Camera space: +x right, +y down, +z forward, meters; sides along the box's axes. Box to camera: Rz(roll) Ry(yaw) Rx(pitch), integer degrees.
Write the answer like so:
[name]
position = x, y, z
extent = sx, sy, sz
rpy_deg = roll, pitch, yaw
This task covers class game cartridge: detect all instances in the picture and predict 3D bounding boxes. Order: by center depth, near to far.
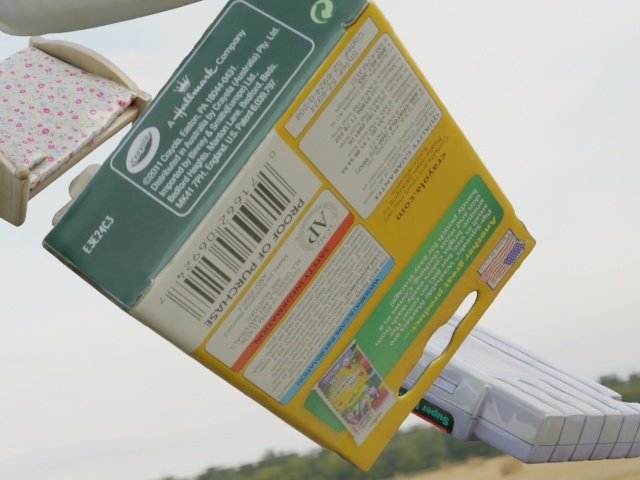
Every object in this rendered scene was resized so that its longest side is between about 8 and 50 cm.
[game cartridge]
position = 0.098, 0.104, 1.351
extent = 0.355, 0.068, 0.230
rpy_deg = 27, 14, 35

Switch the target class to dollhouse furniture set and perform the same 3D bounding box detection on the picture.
[dollhouse furniture set]
position = -0.200, -0.165, 1.351
extent = 0.303, 0.355, 0.174
rpy_deg = -47, -21, -46

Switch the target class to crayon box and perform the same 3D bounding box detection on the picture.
[crayon box]
position = 0.000, 0.000, 0.904
extent = 0.203, 0.083, 0.323
rpy_deg = -53, -33, -5

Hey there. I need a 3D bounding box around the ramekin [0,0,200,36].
[ramekin]
position = -0.114, -0.218, 0.923
extent = 0.273, 0.127, 0.273
rpy_deg = -14, 19, 5
